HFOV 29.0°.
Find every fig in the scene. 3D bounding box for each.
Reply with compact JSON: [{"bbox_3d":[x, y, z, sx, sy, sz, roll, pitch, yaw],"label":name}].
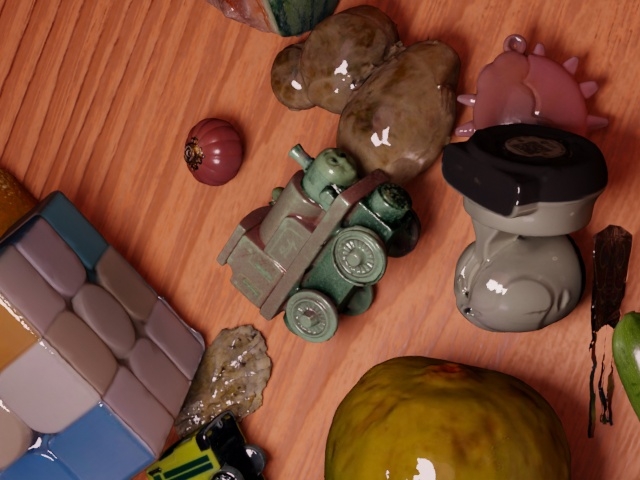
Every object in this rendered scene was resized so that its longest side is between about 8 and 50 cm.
[{"bbox_3d":[0.165,0.328,1.635,0.344,0.343,0.343,-3,82,20],"label":"fig"}]

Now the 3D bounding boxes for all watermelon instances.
[{"bbox_3d":[-0.069,-0.461,1.927,0.251,0.293,0.283,-17,104,-20],"label":"watermelon"}]

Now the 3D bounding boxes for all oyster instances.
[{"bbox_3d":[-0.160,0.223,1.889,0.209,0.072,0.133,-44,74,8],"label":"oyster"}]

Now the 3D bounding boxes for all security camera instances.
[{"bbox_3d":[0.274,0.000,1.667,0.197,0.191,0.277,35,129,50],"label":"security camera"}]

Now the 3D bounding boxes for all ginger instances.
[{"bbox_3d":[0.065,-0.228,1.833,0.304,0.155,0.244,44,106,28],"label":"ginger"}]

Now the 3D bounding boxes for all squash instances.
[{"bbox_3d":[0.486,0.267,1.627,0.101,0.101,0.378,-30,78,14],"label":"squash"}]

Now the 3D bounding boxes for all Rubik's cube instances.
[{"bbox_3d":[-0.421,0.197,1.769,0.344,0.346,0.347,-38,101,18],"label":"Rubik's cube"}]

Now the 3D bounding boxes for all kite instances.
[{"bbox_3d":[0.384,0.121,1.672,0.015,0.152,0.285,3,90,33],"label":"kite"}]

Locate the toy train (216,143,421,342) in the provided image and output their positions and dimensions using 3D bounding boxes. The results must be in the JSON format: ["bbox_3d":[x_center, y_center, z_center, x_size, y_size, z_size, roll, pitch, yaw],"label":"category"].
[{"bbox_3d":[0.000,0.000,1.775,0.221,0.150,0.304,43,126,10],"label":"toy train"}]

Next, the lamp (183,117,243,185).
[{"bbox_3d":[-0.166,-0.137,1.925,0.107,0.092,0.107,7,99,53],"label":"lamp"}]

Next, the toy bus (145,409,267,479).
[{"bbox_3d":[-0.139,0.395,1.796,0.150,0.128,0.262,-26,91,18],"label":"toy bus"}]

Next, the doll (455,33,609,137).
[{"bbox_3d":[0.299,-0.163,1.756,0.211,0.093,0.261,-20,91,10],"label":"doll"}]

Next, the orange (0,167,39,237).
[{"bbox_3d":[-0.568,0.026,2.023,0.334,0.196,0.262,47,113,12],"label":"orange"}]
